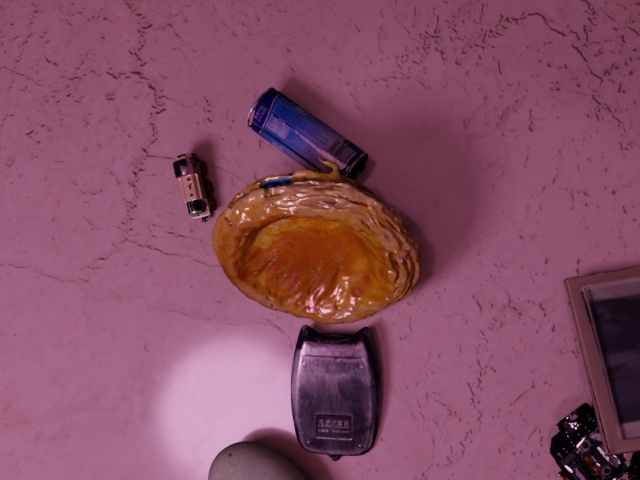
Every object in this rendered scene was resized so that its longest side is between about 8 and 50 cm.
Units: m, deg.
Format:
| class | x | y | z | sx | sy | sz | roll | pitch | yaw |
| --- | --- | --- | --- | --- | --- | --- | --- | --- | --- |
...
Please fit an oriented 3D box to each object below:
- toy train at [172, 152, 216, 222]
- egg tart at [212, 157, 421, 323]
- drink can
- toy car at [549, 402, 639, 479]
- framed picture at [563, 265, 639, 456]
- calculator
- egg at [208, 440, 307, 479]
| class | x | y | z | sx | sy | sz | roll | pitch | yaw |
| --- | --- | --- | --- | --- | --- | --- | --- | --- | --- |
| toy train | -0.250 | -0.105 | 1.827 | 0.050 | 0.087 | 0.138 | -15 | 84 | 14 |
| egg tart | 0.000 | 0.000 | 1.685 | 0.388 | 0.388 | 0.169 | 2 | 46 | 12 |
| drink can | -0.025 | -0.194 | 1.781 | 0.235 | 0.097 | 0.097 | 35 | 95 | 11 |
| toy car | 0.551 | 0.339 | 1.633 | 0.301 | 0.118 | 0.193 | -40 | 72 | 8 |
| framed picture | 0.676 | 0.179 | 1.583 | 0.446 | 0.028 | 0.326 | -10 | 65 | 5 |
| calculator | 0.028 | 0.297 | 1.773 | 0.177 | 0.040 | 0.268 | 0 | 100 | 11 |
| egg | -0.108 | 0.484 | 1.734 | 0.236 | 0.169 | 0.169 | 42 | 96 | 6 |
